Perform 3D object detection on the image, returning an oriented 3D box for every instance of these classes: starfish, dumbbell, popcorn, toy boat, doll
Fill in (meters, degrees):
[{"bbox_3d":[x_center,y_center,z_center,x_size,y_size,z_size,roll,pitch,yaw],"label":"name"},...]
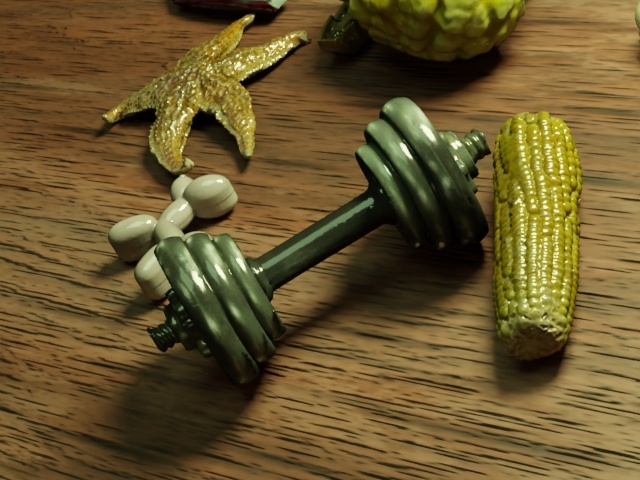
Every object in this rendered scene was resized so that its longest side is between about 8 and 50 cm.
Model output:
[{"bbox_3d":[-0.144,-0.207,1.895,0.299,0.060,0.302,14,55,42],"label":"starfish"},{"bbox_3d":[0.000,0.000,1.499,0.406,0.179,0.179,-31,40,-3],"label":"dumbbell"},{"bbox_3d":[0.139,-0.339,1.751,0.258,0.224,0.270,11,32,2],"label":"popcorn"},{"bbox_3d":[-0.140,-0.353,2.047,0.229,0.080,0.046,12,88,40],"label":"toy boat"},{"bbox_3d":[0.058,-0.324,1.891,0.064,0.072,0.206,9,53,34],"label":"toy boat"},{"bbox_3d":[-0.170,-0.018,1.708,0.160,0.059,0.161,-34,39,-6],"label":"doll"}]

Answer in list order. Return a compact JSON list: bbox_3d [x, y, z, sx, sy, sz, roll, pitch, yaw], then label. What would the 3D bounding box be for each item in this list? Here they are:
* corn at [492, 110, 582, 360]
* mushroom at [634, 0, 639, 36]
[{"bbox_3d":[0.219,-0.016,1.460,0.097,0.097,0.320,-11,44,20],"label":"corn"},{"bbox_3d":[0.393,-0.251,1.634,0.085,0.085,0.079,-51,2,-25],"label":"mushroom"}]
